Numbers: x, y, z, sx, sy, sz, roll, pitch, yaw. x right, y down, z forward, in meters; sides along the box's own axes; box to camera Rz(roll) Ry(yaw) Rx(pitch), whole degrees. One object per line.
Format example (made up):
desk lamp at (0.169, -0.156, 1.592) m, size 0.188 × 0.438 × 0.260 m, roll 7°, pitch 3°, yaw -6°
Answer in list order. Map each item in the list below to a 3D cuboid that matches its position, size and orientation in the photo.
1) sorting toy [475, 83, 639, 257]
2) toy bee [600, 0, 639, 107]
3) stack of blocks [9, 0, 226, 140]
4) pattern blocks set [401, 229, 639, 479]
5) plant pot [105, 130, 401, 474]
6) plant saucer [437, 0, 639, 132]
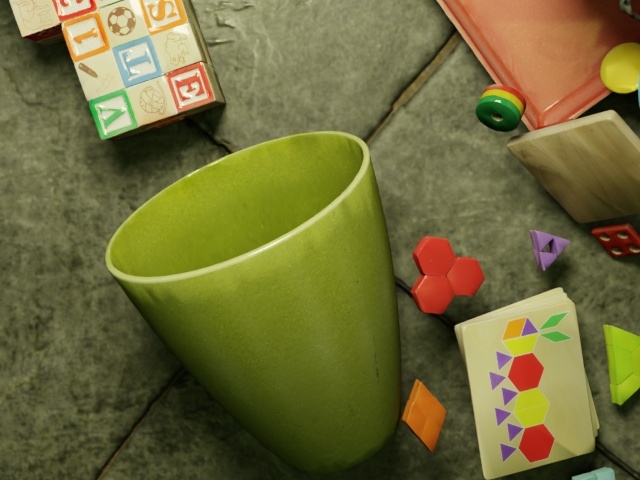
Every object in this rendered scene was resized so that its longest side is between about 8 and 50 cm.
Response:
sorting toy at (0.288, -0.077, 1.069) m, size 0.274 × 0.132 × 0.046 m, roll 42°, pitch 60°, yaw -25°
toy bee at (0.379, -0.189, 1.008) m, size 0.195 × 0.298 × 0.162 m, roll 17°, pitch 64°, yaw 13°
stack of blocks at (-0.232, -0.259, 1.117) m, size 0.171 × 0.087 × 0.297 m, roll -19°, pitch 94°, yaw 4°
pattern blocks set at (0.220, 0.151, 1.128) m, size 0.285 × 0.026 × 0.325 m, roll -2°, pitch 93°, yaw -16°
plant pot at (-0.030, 0.084, 1.068) m, size 0.274 × 0.275 × 0.293 m, roll -21°, pitch 114°, yaw 4°
plant saucer at (0.260, -0.282, 1.114) m, size 0.259 × 0.048 × 0.258 m, roll -36°, pitch 93°, yaw 5°
